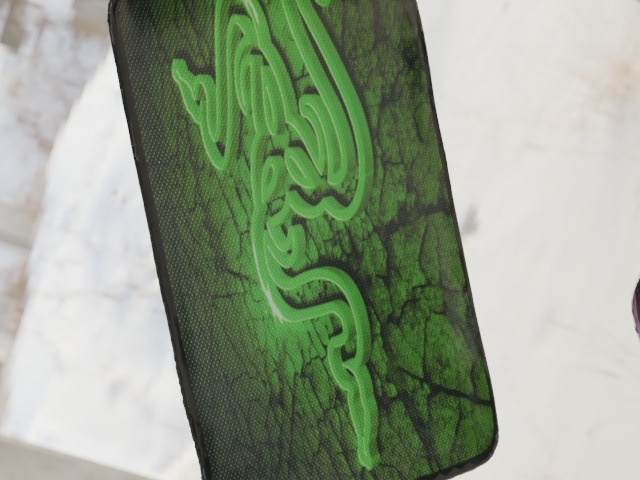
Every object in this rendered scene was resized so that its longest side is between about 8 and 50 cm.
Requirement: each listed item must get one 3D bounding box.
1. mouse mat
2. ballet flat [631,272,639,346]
[{"bbox_3d":[0.000,0.000,0.629,0.007,0.153,0.189,-12,90,44],"label":"mouse mat"},{"bbox_3d":[0.188,0.045,0.476,0.079,0.222,0.076,52,-125,-83],"label":"ballet flat"}]
